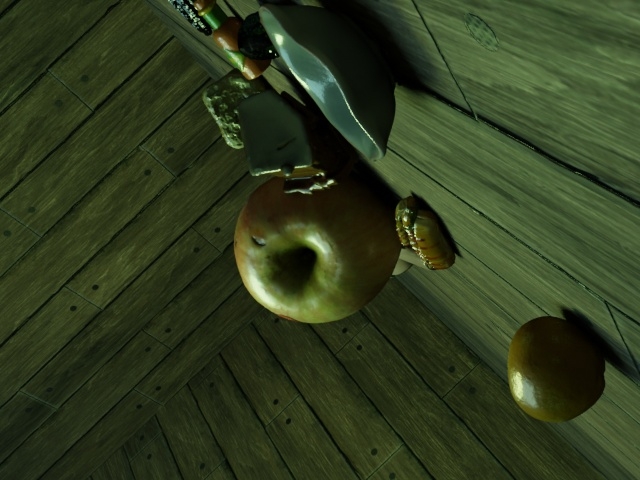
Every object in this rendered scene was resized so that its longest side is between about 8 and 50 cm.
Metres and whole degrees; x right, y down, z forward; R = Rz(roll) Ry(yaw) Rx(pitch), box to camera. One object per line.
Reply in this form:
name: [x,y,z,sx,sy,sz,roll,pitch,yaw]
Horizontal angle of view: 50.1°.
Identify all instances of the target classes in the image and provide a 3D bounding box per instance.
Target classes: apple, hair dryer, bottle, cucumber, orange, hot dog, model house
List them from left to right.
bottle: [-0.178,-0.409,1.361,0.187,0.069,0.069,47,179,-29]
cucumber: [-0.073,-0.302,1.002,0.074,0.074,0.241,46,178,-20]
model house: [-0.035,-0.204,1.449,0.229,0.200,0.219,8,-105,-54]
apple: [0.000,0.000,1.653,0.391,0.391,0.346,46,-154,-6]
hair dryer: [0.224,0.017,1.800,0.189,0.107,0.344,48,170,-22]
hot dog: [0.203,-0.008,1.367,0.104,0.076,0.250,47,-178,31]
orange: [0.354,0.193,1.027,0.136,0.158,0.159,-4,151,26]

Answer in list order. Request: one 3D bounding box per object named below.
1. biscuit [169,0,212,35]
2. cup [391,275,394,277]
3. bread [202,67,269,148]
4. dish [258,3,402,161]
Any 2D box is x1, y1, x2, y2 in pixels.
biscuit: [-0.314,-0.559,1.593,0.194,0.053,0.194,45,180,0]
cup: [0.066,-0.001,2.052,0.347,0.163,0.347,48,-160,-24]
bread: [-0.207,-0.359,1.838,0.195,0.176,0.246,59,179,-15]
dish: [0.027,-0.195,0.781,0.229,0.081,0.229,50,180,-1]
